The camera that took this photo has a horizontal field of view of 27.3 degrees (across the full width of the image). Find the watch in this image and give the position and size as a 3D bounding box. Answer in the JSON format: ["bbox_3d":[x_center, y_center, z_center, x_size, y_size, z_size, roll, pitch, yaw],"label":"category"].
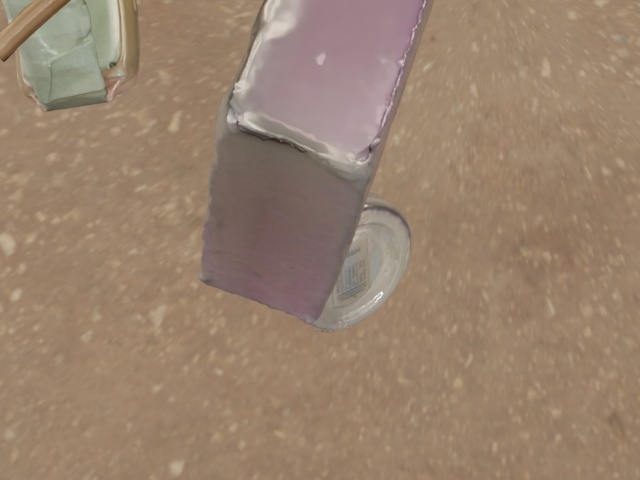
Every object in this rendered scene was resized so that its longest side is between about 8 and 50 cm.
[{"bbox_3d":[-0.321,-0.312,1.617,0.162,0.241,0.253,-9,67,1],"label":"watch"}]

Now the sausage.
[{"bbox_3d":[-0.262,-0.213,1.232,0.116,0.026,0.026,-40,94,3],"label":"sausage"}]

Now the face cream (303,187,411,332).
[{"bbox_3d":[0.000,0.000,1.588,0.153,0.177,0.177,41,109,43],"label":"face cream"}]

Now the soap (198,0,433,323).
[{"bbox_3d":[0.011,-0.126,0.906,0.107,0.285,0.296,18,70,1],"label":"soap"}]
